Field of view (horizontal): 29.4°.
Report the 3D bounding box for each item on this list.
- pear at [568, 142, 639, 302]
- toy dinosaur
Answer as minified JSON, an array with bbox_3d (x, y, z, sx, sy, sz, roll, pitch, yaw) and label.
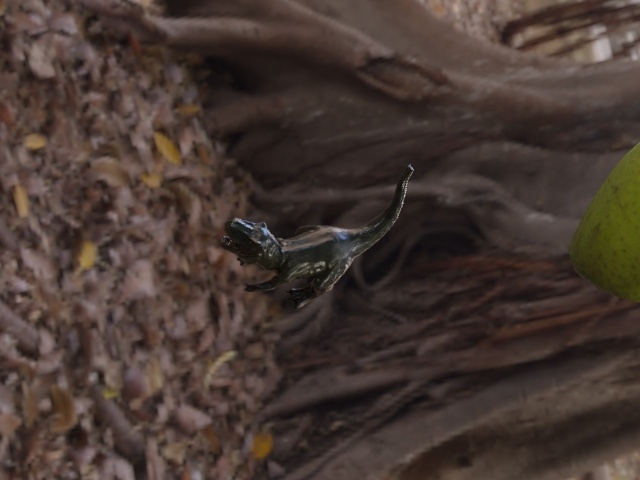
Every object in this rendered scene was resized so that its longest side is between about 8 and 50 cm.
[{"bbox_3d":[0.400,-0.038,1.429,0.139,0.239,0.288,66,-6,-34],"label":"pear"},{"bbox_3d":[0.000,0.000,1.282,0.187,0.179,0.087,-5,68,-45],"label":"toy dinosaur"}]
